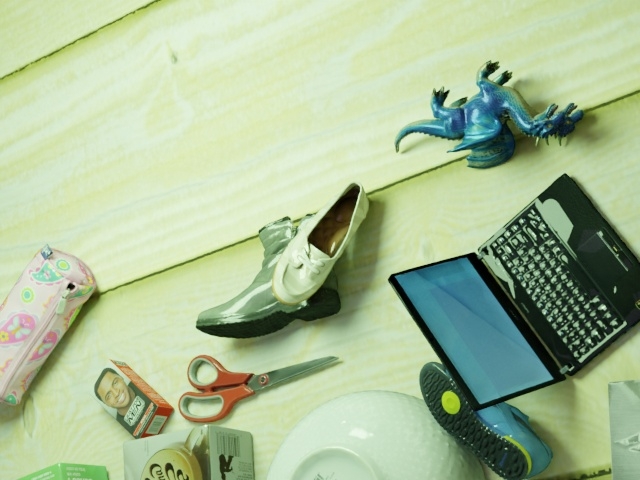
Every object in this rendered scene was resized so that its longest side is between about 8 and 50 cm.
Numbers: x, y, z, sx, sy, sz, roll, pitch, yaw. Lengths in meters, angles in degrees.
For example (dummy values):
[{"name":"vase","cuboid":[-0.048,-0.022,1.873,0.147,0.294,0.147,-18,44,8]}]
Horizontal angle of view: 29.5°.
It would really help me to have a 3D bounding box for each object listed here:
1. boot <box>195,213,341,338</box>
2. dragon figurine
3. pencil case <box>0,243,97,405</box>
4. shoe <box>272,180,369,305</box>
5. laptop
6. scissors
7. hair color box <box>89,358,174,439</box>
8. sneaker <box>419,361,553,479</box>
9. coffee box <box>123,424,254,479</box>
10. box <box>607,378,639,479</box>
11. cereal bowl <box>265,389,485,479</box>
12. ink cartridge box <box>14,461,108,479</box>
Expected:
[{"name":"boot","cuboid":[-0.080,0.055,1.881,0.246,0.083,0.161,-15,65,20]},{"name":"dragon figurine","cuboid":[0.223,-0.156,1.725,0.289,0.085,0.144,-25,64,24]},{"name":"pencil case","cuboid":[-0.501,0.146,2.101,0.124,0.124,0.284,42,101,34]},{"name":"shoe","cuboid":[0.000,0.000,1.791,0.076,0.058,0.219,33,68,7]},{"name":"laptop","cuboid":[0.268,0.062,1.605,0.264,0.136,0.234,-43,59,17]},{"name":"scissors","cuboid":[-0.099,0.230,1.878,0.297,0.021,0.109,-4,73,32]},{"name":"hair color box","cuboid":[-0.310,0.263,1.991,0.141,0.043,0.072,35,98,36]},{"name":"sneaker","cuboid":[0.221,0.236,1.624,0.209,0.082,0.069,42,127,27]},{"name":"coffee box","cuboid":[-0.192,0.440,1.817,0.168,0.119,0.297,-15,69,28]},{"name":"box","cuboid":[0.449,0.282,1.474,0.183,0.056,0.231,-8,73,31]},{"name":"cereal bowl","cuboid":[0.051,0.369,1.665,0.339,0.141,0.339,-9,73,31]},{"name":"ink cartridge box","cuboid":[-0.433,0.522,1.956,0.201,0.117,0.278,-25,65,26]}]
